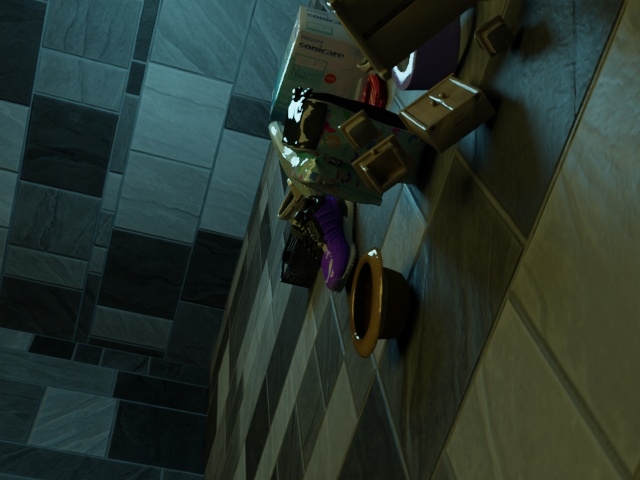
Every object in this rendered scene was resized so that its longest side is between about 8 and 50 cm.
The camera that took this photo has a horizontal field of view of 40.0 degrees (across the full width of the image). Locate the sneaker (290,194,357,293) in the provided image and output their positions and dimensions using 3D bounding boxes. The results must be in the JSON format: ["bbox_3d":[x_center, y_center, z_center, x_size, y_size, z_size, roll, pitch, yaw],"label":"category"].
[{"bbox_3d":[0.000,0.000,2.014,0.293,0.146,0.102,-89,16,-49],"label":"sneaker"}]

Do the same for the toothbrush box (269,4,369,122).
[{"bbox_3d":[0.007,-0.440,2.310,0.126,0.216,0.296,-89,17,-45],"label":"toothbrush box"}]

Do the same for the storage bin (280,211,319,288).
[{"bbox_3d":[-0.045,0.027,2.374,0.122,0.084,0.180,-90,16,-49],"label":"storage bin"}]

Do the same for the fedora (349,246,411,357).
[{"bbox_3d":[0.107,0.109,1.526,0.194,0.079,0.195,-173,90,-76],"label":"fedora"}]

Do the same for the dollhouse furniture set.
[{"bbox_3d":[0.094,-0.307,1.328,0.303,0.356,0.174,-36,19,4],"label":"dollhouse furniture set"}]

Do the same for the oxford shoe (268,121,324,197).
[{"bbox_3d":[-0.040,-0.230,2.406,0.169,0.130,0.449,65,173,-27],"label":"oxford shoe"}]

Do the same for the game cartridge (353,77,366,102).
[{"bbox_3d":[0.094,-0.353,2.142,0.056,0.017,0.083,-115,39,-84],"label":"game cartridge"}]

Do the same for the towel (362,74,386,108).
[{"bbox_3d":[0.101,-0.287,2.144,0.199,0.031,0.275,-89,16,-50],"label":"towel"}]

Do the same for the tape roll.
[{"bbox_3d":[0.184,-0.363,1.572,0.189,0.080,0.189,177,90,-81],"label":"tape roll"}]

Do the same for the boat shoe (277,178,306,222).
[{"bbox_3d":[-0.050,-0.164,2.578,0.109,0.098,0.302,-88,16,-45],"label":"boat shoe"}]

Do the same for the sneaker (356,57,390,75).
[{"bbox_3d":[0.142,-0.466,2.001,0.069,0.083,0.186,-104,28,-67],"label":"sneaker"}]

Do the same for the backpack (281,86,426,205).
[{"bbox_3d":[0.066,-0.167,1.611,0.225,0.253,0.191,-146,65,-75],"label":"backpack"}]
